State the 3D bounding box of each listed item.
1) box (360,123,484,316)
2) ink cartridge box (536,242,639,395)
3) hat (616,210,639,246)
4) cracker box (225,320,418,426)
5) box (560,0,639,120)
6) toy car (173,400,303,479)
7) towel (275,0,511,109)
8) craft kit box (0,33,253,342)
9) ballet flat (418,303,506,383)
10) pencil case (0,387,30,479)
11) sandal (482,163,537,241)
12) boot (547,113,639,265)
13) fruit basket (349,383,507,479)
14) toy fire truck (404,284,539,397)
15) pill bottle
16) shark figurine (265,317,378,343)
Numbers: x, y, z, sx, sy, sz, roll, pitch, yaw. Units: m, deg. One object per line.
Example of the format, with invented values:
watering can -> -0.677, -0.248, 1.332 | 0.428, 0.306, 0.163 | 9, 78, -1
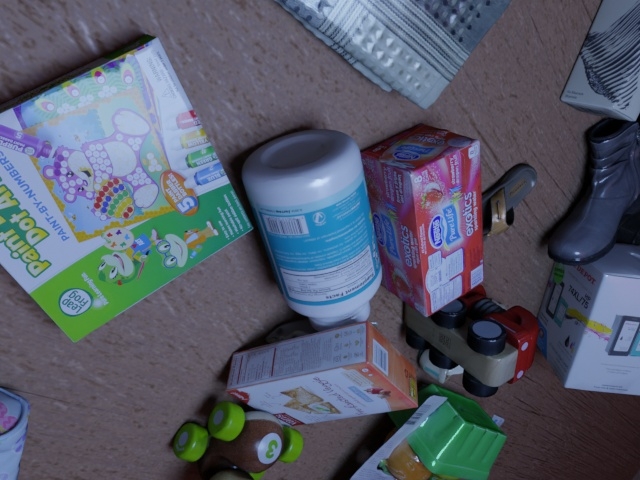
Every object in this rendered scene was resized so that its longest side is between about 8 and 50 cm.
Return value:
box -> 0.160, -0.031, 0.776 | 0.128, 0.123, 0.256 | -28, 125, -21
ink cartridge box -> 0.617, 0.157, 1.092 | 0.198, 0.198, 0.269 | 6, 112, -1
hat -> 0.787, 0.017, 1.224 | 0.332, 0.134, 0.330 | -15, 119, -29
cracker box -> 0.003, 0.202, 0.735 | 0.233, 0.067, 0.155 | -19, 136, 27
box -> 0.543, -0.359, 0.887 | 0.094, 0.113, 0.274 | 8, 106, -36
toy car -> -0.113, 0.354, 0.718 | 0.149, 0.188, 0.155 | -36, 128, 21
towel -> 0.104, -0.350, 0.572 | 0.325, 0.056, 0.312 | 27, 111, -31
craft kit box -> -0.230, -0.051, 0.548 | 0.247, 0.061, 0.249 | -33, 127, -14
ballet flat -> 0.313, 0.211, 1.028 | 0.249, 0.086, 0.086 | -26, 124, -22
pencil case -> -0.410, 0.292, 0.553 | 0.124, 0.114, 0.272 | 9, 106, -46
sandal -> 0.330, -0.052, 0.924 | 0.219, 0.060, 0.090 | -41, 129, -11
boot -> 0.566, -0.120, 1.034 | 0.338, 0.118, 0.222 | -40, 126, -25
fruit basket -> 0.190, 0.461, 1.050 | 0.327, 0.165, 0.353 | 29, 110, -39
toy fire truck -> 0.300, 0.149, 0.901 | 0.247, 0.217, 0.158 | -19, 121, -27
pill bottle -> 0.000, 0.000, 0.669 | 0.146, 0.146, 0.263 | -28, 126, -20
shark figurine -> 0.066, 0.163, 0.831 | 0.166, 0.116, 0.278 | -34, 127, 27
